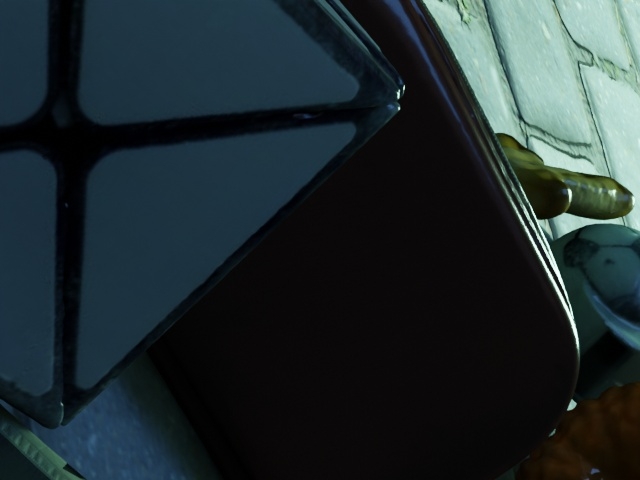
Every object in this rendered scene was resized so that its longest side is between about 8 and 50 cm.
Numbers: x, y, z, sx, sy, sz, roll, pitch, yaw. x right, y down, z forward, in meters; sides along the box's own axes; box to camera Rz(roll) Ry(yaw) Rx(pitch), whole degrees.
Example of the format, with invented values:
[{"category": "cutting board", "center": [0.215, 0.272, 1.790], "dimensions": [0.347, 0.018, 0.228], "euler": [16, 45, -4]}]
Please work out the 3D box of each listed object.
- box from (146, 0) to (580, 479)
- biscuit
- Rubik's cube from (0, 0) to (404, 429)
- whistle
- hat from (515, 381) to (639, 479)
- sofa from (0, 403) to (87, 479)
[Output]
[{"category": "box", "center": [0.000, 0.000, 1.246], "dimensions": [0.404, 0.263, 0.108], "euler": [62, -5, -21]}, {"category": "biscuit", "center": [0.178, -0.056, 1.762], "dimensions": [0.208, 0.164, 0.047], "euler": [-1, 111, -62]}, {"category": "Rubik's cube", "center": [-0.156, -0.110, 0.943], "dimensions": [0.255, 0.259, 0.260], "euler": [39, 7, -42]}, {"category": "whistle", "center": [0.283, 0.084, 1.786], "dimensions": [0.290, 0.163, 0.163], "euler": [42, 28, 2]}, {"category": "hat", "center": [0.329, 0.316, 1.640], "dimensions": [0.285, 0.285, 0.400], "euler": [-79, 149, -49]}, {"category": "sofa", "center": [-0.219, 0.168, 0.896], "dimensions": [0.225, 0.176, 0.210], "euler": [40, 25, 8]}]
